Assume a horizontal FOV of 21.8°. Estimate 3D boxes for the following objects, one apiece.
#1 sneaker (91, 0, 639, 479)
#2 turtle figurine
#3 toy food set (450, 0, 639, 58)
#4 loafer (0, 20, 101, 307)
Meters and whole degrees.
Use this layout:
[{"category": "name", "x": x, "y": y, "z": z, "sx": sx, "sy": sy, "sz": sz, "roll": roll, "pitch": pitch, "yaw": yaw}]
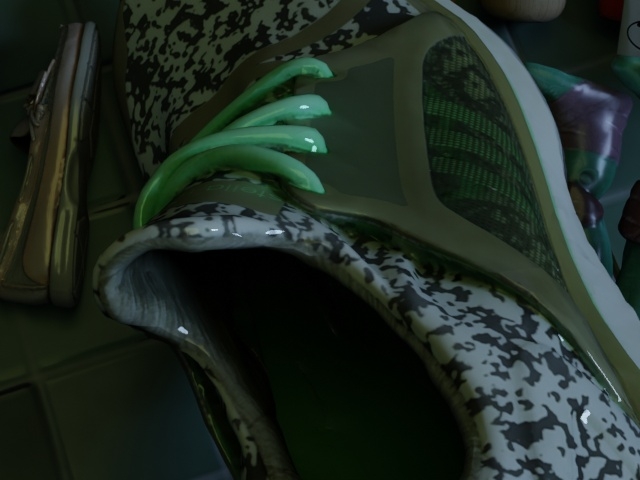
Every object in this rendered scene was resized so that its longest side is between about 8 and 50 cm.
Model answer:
[{"category": "sneaker", "x": 0.000, "y": 0.000, "z": 0.548, "sx": 0.158, "sy": 0.182, "sz": 0.410, "roll": -47, "pitch": 46, "yaw": 14}, {"category": "turtle figurine", "x": 0.093, "y": 0.049, "z": 0.646, "sx": 0.118, "sy": 0.175, "sz": 0.234, "roll": 21, "pitch": 82, "yaw": -46}, {"category": "toy food set", "x": 0.142, "y": -0.132, "z": 0.694, "sx": 0.232, "sy": 0.105, "sz": 0.111, "roll": 14, "pitch": 23, "yaw": 25}, {"category": "loafer", "x": -0.114, "y": -0.034, "z": 0.689, "sx": 0.039, "sy": 0.045, "sz": 0.125, "roll": 2, "pitch": 72, "yaw": 1}]
